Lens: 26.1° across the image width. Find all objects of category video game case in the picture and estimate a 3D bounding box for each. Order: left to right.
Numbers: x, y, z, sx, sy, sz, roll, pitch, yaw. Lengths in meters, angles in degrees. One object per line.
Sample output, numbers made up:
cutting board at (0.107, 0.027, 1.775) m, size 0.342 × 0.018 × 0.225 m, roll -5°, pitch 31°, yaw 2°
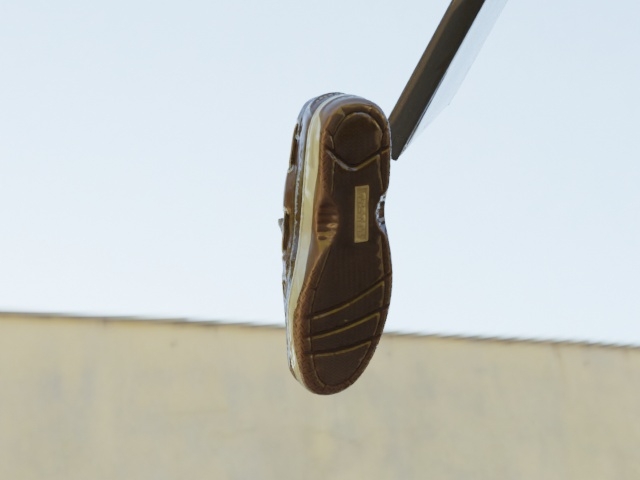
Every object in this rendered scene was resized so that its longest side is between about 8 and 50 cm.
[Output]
video game case at (0.167, -0.242, 1.578) m, size 0.035 × 0.248 × 0.275 m, roll 32°, pitch -63°, yaw 6°

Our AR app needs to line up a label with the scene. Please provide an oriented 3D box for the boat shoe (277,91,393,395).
boat shoe at (0.007, 0.000, 1.187) m, size 0.095 × 0.095 × 0.258 m, roll 2°, pitch -78°, yaw -30°
